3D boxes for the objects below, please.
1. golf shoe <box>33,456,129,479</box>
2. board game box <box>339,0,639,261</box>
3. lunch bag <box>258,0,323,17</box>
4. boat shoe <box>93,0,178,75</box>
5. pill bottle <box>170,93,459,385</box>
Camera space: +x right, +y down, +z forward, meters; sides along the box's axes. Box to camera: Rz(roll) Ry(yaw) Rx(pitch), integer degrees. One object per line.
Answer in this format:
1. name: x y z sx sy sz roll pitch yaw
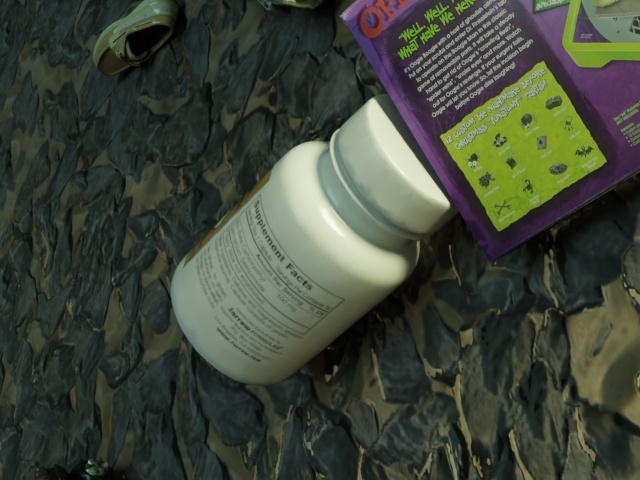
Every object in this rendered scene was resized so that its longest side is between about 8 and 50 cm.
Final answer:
1. golf shoe: -0.189 0.312 0.978 0.273 0.105 0.120 41 125 54
2. board game box: 0.187 -0.158 0.656 0.347 0.056 0.208 -36 84 36
3. lunch bag: -0.059 -0.366 0.986 0.235 0.169 0.287 33 114 49
4. boat shoe: -0.208 -0.220 1.199 0.135 0.050 0.045 -35 48 37
5. pill bottle: 0.000 0.000 0.819 0.229 0.131 0.131 -42 49 32
